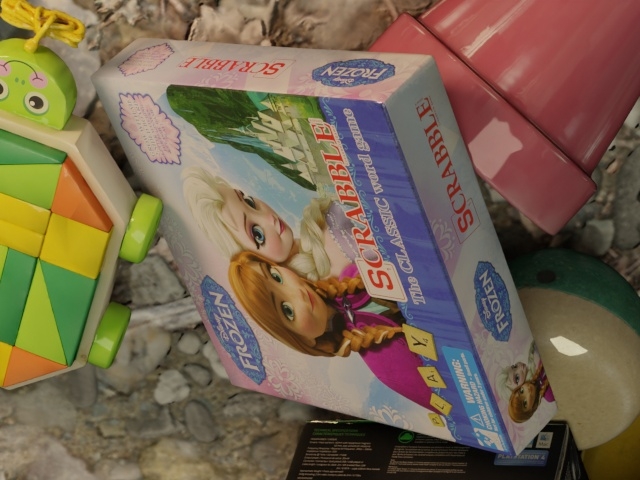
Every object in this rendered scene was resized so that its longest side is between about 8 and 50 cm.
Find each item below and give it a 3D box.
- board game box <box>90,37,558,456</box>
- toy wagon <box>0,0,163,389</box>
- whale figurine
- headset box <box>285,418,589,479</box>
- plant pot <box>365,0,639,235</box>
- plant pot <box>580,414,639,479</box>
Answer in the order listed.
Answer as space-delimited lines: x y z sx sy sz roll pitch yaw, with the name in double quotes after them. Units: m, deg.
0.000 0.000 1.392 0.318 0.066 0.319 9 131 45 "board game box"
-0.263 -0.033 1.437 0.267 0.068 0.344 20 127 -2 "toy wagon"
0.149 0.081 1.530 0.272 0.141 0.216 0 137 26 "whale figurine"
0.124 0.293 1.566 0.246 0.131 0.283 -2 135 26 "headset box"
0.162 -0.135 1.364 0.201 0.201 0.180 40 96 -21 "plant pot"
0.311 0.211 1.604 0.095 0.134 0.134 23 120 -42 "plant pot"
